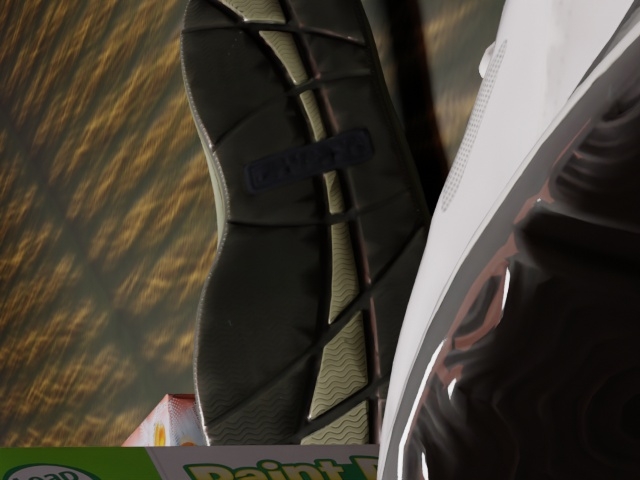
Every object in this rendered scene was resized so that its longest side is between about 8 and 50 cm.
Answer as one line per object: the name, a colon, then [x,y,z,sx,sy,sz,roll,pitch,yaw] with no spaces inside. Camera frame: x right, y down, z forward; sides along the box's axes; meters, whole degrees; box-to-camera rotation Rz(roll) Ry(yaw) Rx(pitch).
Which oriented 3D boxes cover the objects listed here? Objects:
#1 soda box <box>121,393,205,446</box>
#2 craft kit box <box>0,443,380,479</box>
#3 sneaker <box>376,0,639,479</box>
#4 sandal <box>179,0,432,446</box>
soda box: [-0.091,0.151,1.139,0.183,0.058,0.063,132,137,-64]
craft kit box: [0.009,0.139,0.535,0.246,0.250,0.061,-135,49,-64]
sneaker: [0.113,-0.087,0.443,0.257,0.169,0.447,-106,32,-64]
sandal: [0.001,-0.001,0.832,0.086,0.120,0.303,66,-163,-63]
